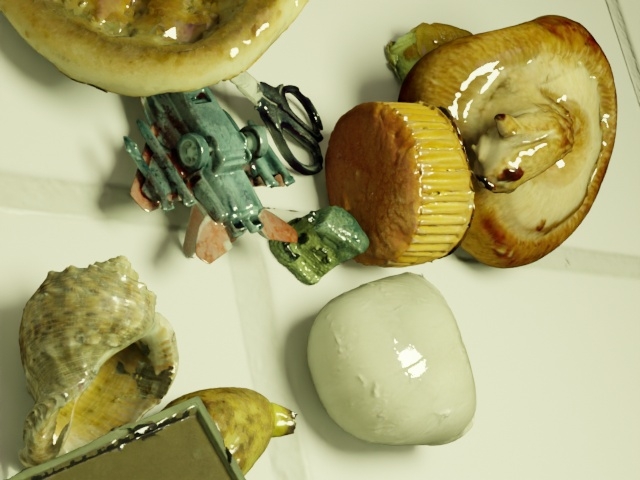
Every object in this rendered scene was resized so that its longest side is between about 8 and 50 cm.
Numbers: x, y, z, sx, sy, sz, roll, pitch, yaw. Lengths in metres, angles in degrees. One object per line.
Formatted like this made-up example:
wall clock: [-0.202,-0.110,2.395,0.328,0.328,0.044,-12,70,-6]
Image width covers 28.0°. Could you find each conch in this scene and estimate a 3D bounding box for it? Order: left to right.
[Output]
conch: [-0.198,0.111,1.140,0.155,0.130,0.207,23,66,-20]

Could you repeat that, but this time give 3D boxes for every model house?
model house: [0.000,0.000,1.442,0.079,0.083,0.066,48,44,-16]

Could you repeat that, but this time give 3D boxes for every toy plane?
toy plane: [-0.141,-0.129,1.355,0.223,0.104,0.326,-14,78,-48]

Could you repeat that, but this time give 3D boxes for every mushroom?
mushroom: [0.258,-0.121,1.616,0.345,0.259,0.346,-12,111,-33]

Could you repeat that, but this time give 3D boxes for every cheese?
cheese: [0.078,0.134,1.393,0.189,0.154,0.198,-8,74,-42]

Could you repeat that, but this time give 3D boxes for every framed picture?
framed picture: [-0.171,0.264,1.060,0.281,0.019,0.209,-20,68,-29]

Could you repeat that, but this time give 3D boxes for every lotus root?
lotus root: [-0.095,0.190,1.237,0.190,0.094,0.108,-21,123,-60]

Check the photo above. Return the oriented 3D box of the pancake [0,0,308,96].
pancake: [-0.180,-0.329,1.330,0.382,0.071,0.382,3,66,-8]

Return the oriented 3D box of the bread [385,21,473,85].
bread: [0.164,-0.229,1.752,0.140,0.069,0.128,-2,70,-45]

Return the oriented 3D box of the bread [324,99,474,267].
bread: [0.082,-0.065,1.488,0.104,0.199,0.199,-3,70,-37]

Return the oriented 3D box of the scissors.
scissors: [-0.076,-0.171,1.444,0.300,0.022,0.109,40,42,-50]
